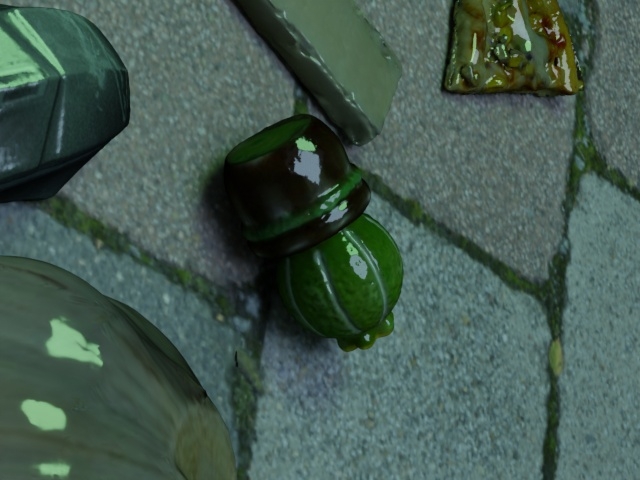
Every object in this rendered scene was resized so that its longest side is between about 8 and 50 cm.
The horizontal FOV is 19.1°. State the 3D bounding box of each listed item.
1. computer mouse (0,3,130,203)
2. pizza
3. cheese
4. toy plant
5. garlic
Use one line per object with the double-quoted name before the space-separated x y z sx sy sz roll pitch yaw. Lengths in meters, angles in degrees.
"computer mouse" -0.191 -0.084 1.112 0.231 0.071 0.126 -15 90 -49
"pizza" 0.145 -0.181 1.558 0.176 0.036 0.185 -37 107 -48
"cheese" -0.066 -0.230 1.330 0.400 0.034 0.085 50 46 -27
"toy plant" 0.000 0.000 1.295 0.093 0.092 0.162 -47 117 -45
"garlic" -0.173 0.153 0.918 0.317 0.259 0.318 -10 90 -77
